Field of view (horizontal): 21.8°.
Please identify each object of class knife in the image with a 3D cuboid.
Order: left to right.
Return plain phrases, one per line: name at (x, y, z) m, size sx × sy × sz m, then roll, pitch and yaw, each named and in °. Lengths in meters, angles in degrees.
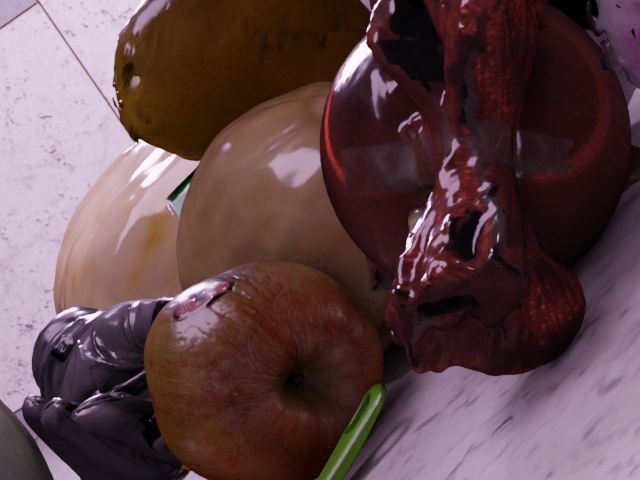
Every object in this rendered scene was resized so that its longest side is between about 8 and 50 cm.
knife at (-0.017, 0.140, 0.831) m, size 0.166 × 0.022 × 0.078 m, roll -49°, pitch 12°, yaw -10°

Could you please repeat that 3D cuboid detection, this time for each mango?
mango at (-0.026, -0.122, 1.130) m, size 0.248 × 0.156 × 0.151 m, roll -17°, pitch -25°, yaw -30°

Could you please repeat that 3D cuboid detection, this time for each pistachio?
pistachio at (-0.117, -0.001, 1.567) m, size 0.309 × 0.230 × 0.230 m, roll -51°, pitch 5°, yaw 1°
pistachio at (0.000, 0.000, 1.027) m, size 0.162 × 0.182 × 0.293 m, roll -5°, pitch -15°, yaw -24°

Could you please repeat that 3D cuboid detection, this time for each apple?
apple at (-0.030, 0.072, 0.893) m, size 0.126 × 0.126 × 0.102 m, roll -49°, pitch 26°, yaw -21°

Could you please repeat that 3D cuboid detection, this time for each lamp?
lamp at (0.064, -0.035, 0.781) m, size 0.151 × 0.215 × 0.223 m, roll -12°, pitch -13°, yaw 27°

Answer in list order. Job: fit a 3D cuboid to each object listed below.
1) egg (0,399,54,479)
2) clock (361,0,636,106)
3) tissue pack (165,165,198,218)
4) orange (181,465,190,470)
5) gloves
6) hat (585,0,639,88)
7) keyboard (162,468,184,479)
egg at (-0.316, 0.218, 0.906) m, size 0.345 × 0.345 × 0.428 m, roll -42°, pitch -9°, yaw 39°
clock at (0.085, -0.236, 0.989) m, size 0.166 × 0.309 × 0.235 m, roll -2°, pitch -54°, yaw -32°
tissue pack at (0.020, -0.032, 1.289) m, size 0.209 × 0.156 × 0.148 m, roll -45°, pitch 41°, yaw 6°
orange at (-0.081, 0.122, 1.168) m, size 0.083 × 0.083 × 0.083 m, roll -46°, pitch 5°, yaw 6°
gloves at (-0.122, 0.090, 1.055) m, size 0.142 × 0.119 × 0.285 m, roll -66°, pitch 11°, yaw 0°
hat at (0.185, -0.102, 0.600) m, size 0.129 × 0.140 × 0.227 m, roll -57°, pitch 19°, yaw -4°
keyboard at (-0.077, 0.140, 1.367) m, size 0.155 × 0.010 × 0.053 m, roll -49°, pitch 7°, yaw -24°
